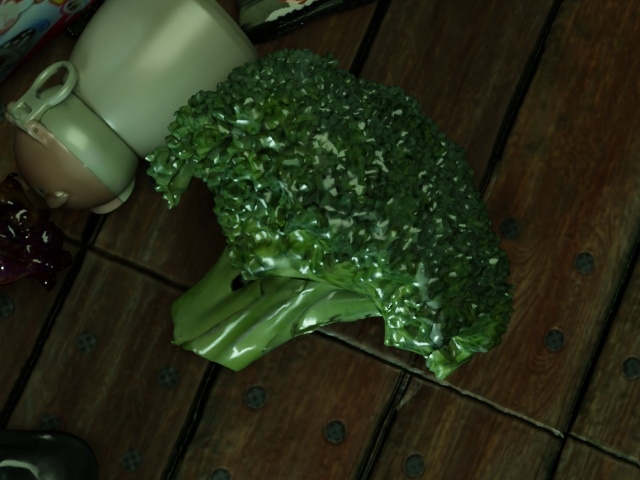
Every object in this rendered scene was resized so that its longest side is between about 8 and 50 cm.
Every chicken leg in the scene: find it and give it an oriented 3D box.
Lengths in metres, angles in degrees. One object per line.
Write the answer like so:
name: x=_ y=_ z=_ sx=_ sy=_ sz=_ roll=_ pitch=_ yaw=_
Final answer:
chicken leg: x=-0.421 y=0.008 z=1.061 sx=0.406 sy=0.158 sz=0.096 roll=8 pitch=43 yaw=-8

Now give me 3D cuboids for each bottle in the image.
bottle: x=-0.181 y=-0.125 z=1.120 sx=0.147 sy=0.147 sz=0.236 roll=43 pitch=85 yaw=-1

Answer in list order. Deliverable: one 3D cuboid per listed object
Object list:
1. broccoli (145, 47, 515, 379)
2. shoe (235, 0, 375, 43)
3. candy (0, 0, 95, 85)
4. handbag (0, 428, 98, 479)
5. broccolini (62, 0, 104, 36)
broccoli: x=0.011 y=-0.021 z=1.101 sx=0.375 sy=0.302 sz=0.249 roll=30 pitch=58 yaw=-31
shoe: x=0.001 y=-0.261 z=1.196 sx=0.194 sy=0.074 sz=0.077 roll=-24 pitch=82 yaw=-7
candy: x=-0.317 y=-0.187 z=1.051 sx=0.306 sy=0.157 sz=0.100 roll=-38 pitch=83 yaw=9
handbag: x=-0.357 y=0.238 z=1.083 sx=0.332 sy=0.075 sz=0.192 roll=14 pitch=86 yaw=-9
broccolini: x=-0.154 y=-0.361 z=1.199 sx=0.074 sy=0.079 sz=0.392 roll=35 pitch=73 yaw=-2
